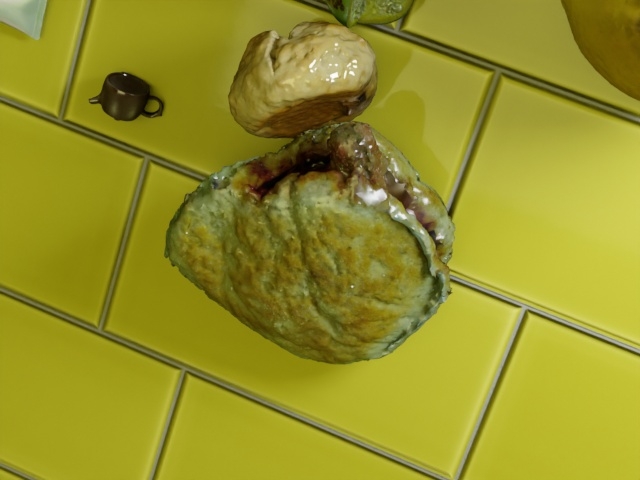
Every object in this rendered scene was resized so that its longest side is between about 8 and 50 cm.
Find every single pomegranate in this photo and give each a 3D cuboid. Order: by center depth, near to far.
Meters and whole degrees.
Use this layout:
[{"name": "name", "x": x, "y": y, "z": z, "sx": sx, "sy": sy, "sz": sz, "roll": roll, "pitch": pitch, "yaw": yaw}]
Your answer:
[{"name": "pomegranate", "x": 0.082, "y": -0.390, "z": 1.789, "sx": 0.169, "sy": 0.122, "sz": 0.143, "roll": -21, "pitch": 132, "yaw": -13}]

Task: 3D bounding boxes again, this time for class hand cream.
[{"name": "hand cream", "x": -0.551, "y": -0.399, "z": 2.006, "sx": 0.205, "sy": 0.050, "sz": 0.078, "roll": 19, "pitch": 109, "yaw": 7}]

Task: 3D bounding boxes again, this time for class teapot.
[{"name": "teapot", "x": -0.314, "y": -0.224, "z": 1.971, "sx": 0.121, "sy": 0.076, "sz": 0.068, "roll": 13, "pitch": 121, "yaw": -18}]

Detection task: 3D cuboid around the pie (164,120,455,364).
[{"name": "pie", "x": -0.012, "y": 0.018, "z": 1.883, "sx": 0.418, "sy": 0.180, "sz": 0.395, "roll": -25, "pitch": 115, "yaw": 25}]

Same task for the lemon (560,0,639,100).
[{"name": "lemon", "x": 0.483, "y": -0.322, "z": 1.568, "sx": 0.364, "sy": 0.364, "sz": 0.364, "roll": 4, "pitch": 105, "yaw": 15}]

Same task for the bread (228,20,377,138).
[{"name": "bread", "x": -0.023, "y": -0.242, "z": 1.798, "sx": 0.244, "sy": 0.244, "sz": 0.134, "roll": -21, "pitch": 76, "yaw": 20}]
